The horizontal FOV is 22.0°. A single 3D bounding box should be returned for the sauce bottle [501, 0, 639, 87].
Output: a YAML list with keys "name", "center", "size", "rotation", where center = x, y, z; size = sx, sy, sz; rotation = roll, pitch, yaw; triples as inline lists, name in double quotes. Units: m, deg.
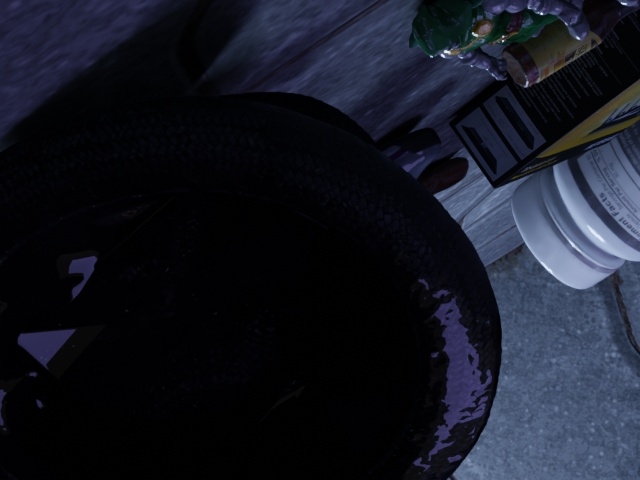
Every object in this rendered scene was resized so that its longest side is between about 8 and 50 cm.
- name: "sauce bottle"
  center: [0.212, -0.174, 1.369]
  size: [0.128, 0.042, 0.042]
  rotation: [-32, 172, -10]

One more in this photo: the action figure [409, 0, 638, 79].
- name: "action figure"
  center: [0.130, -0.153, 1.110]
  size: [0.137, 0.063, 0.232]
  rotation: [-36, 169, 40]

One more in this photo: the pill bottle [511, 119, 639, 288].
- name: "pill bottle"
  center: [0.438, -0.100, 2.162]
  size: [0.361, 0.204, 0.204]
  rotation: [-38, 171, 32]

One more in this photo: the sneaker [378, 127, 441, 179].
- name: "sneaker"
  center: [0.041, -0.009, 1.465]
  size: [0.224, 0.098, 0.083]
  rotation: [-38, 171, 33]

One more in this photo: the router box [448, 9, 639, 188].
- name: "router box"
  center: [0.292, -0.170, 1.579]
  size: [0.243, 0.081, 0.309]
  rotation: [-39, 171, 31]

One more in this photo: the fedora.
- name: "fedora"
  center: [-0.060, 0.029, 0.903]
  size: [0.334, 0.334, 0.152]
  rotation: [-39, -159, 32]

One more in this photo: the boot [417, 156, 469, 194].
- name: "boot"
  center: [0.098, -0.046, 1.733]
  size: [0.106, 0.037, 0.114]
  rotation: [-36, 177, 33]
